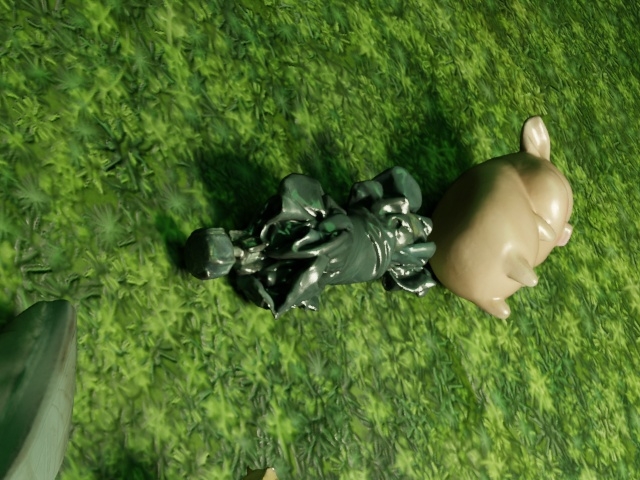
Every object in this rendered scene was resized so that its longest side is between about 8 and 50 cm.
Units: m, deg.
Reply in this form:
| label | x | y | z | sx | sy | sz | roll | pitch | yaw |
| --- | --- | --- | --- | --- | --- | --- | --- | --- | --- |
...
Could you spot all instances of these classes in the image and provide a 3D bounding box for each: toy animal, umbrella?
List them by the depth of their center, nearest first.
| label | x | y | z | sx | sy | sz | roll | pitch | yaw |
| --- | --- | --- | --- | --- | --- | --- | --- | --- | --- |
| umbrella | 0.002 | 0.001 | 1.333 | 0.348 | 0.094 | 0.143 | -3 | 64 | -49 |
| toy animal | 0.221 | -0.022 | 1.565 | 0.154 | 0.166 | 0.250 | 42 | 39 | 3 |

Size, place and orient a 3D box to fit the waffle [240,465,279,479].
| label | x | y | z | sx | sy | sz | roll | pitch | yaw |
| --- | --- | --- | --- | --- | --- | --- | --- | --- | --- |
| waffle | -0.056 | 0.388 | 0.973 | 0.261 | 0.114 | 0.376 | 49 | 37 | -14 |

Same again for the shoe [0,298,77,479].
| label | x | y | z | sx | sy | sz | roll | pitch | yaw |
| --- | --- | --- | --- | --- | --- | --- | --- | --- | --- |
| shoe | -0.242 | 0.138 | 0.950 | 0.100 | 0.103 | 0.251 | 4 | 35 | -1 |
